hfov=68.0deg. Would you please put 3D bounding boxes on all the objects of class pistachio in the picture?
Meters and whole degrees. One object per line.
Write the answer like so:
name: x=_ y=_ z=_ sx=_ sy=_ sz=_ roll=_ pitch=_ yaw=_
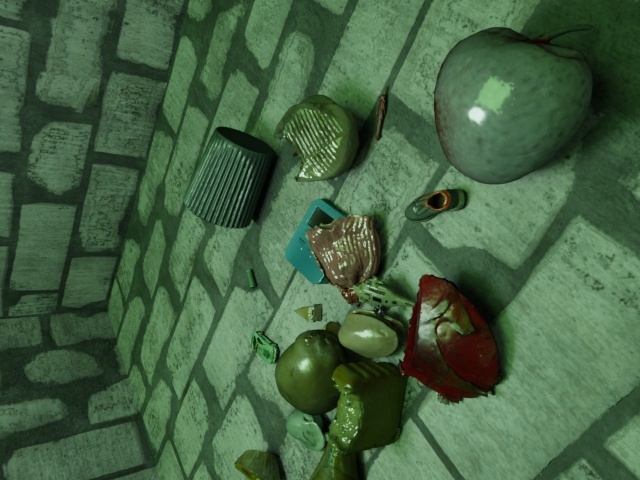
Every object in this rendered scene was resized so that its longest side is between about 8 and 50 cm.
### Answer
pistachio: x=0.148 y=0.277 z=1.422 sx=0.223 sy=0.126 sz=0.152 roll=-17 pitch=98 yaw=42

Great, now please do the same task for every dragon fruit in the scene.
dragon fruit: x=0.316 y=0.277 z=1.190 sx=0.282 sy=0.100 sz=0.343 roll=24 pitch=122 yaw=33

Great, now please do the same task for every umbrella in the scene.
umbrella: x=0.186 y=-0.391 z=1.460 sx=0.027 sy=0.025 sz=0.165 roll=13 pitch=102 yaw=32

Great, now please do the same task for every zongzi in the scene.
zongzi: x=0.094 y=0.756 z=1.490 sx=0.256 sy=0.115 sz=0.228 roll=35 pitch=111 yaw=38

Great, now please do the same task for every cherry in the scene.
cherry: x=0.401 y=-0.282 z=1.010 sx=0.326 sy=0.292 sz=0.334 roll=14 pitch=110 yaw=56

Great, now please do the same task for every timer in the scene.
timer: x=0.000 y=0.000 z=1.630 sx=0.232 sy=0.091 sz=0.249 roll=39 pitch=115 yaw=44

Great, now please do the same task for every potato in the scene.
potato: x=-0.017 y=0.428 z=1.520 sx=0.243 sy=0.221 sz=0.326 roll=54 pitch=140 yaw=17

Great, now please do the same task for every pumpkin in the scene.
pumpkin: x=-0.230 y=0.893 z=1.862 sx=0.217 sy=0.217 sz=0.110 roll=-16 pitch=38 yaw=49

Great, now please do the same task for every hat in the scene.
hat: x=0.090 y=0.067 z=1.484 sx=0.237 sy=0.107 sz=0.286 roll=-16 pitch=93 yaw=31

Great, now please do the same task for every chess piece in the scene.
chess piece: x=0.016 y=0.330 z=1.627 sx=0.122 sy=0.066 sz=0.066 roll=-47 pitch=55 yaw=46

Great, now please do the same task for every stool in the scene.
stool: x=-0.363 y=-0.259 z=1.926 sx=0.297 sy=0.297 sz=0.329 roll=47 pitch=119 yaw=40

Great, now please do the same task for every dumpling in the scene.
dumpling: x=-0.042 y=0.658 z=1.672 sx=0.108 sy=0.153 sz=0.219 roll=-56 pitch=17 yaw=-26

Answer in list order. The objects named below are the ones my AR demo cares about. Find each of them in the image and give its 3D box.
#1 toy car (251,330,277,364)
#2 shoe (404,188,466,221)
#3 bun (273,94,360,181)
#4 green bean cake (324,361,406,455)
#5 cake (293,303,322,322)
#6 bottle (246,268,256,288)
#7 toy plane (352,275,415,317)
toy car: x=-0.238 y=0.437 z=1.932 sx=0.186 sy=0.058 sz=0.093 roll=27 pitch=112 yaw=47
shoe: x=0.294 y=-0.097 z=1.282 sx=0.195 sy=0.077 sz=0.074 roll=-16 pitch=78 yaw=49
bun: x=0.006 y=-0.333 z=1.537 sx=0.282 sy=0.205 sz=0.281 roll=4 pitch=107 yaw=15
green bean cake: x=0.120 y=0.474 z=1.368 sx=0.124 sy=0.233 sz=0.235 roll=19 pitch=103 yaw=55
cake: x=-0.050 y=0.263 z=1.710 sx=0.121 sy=0.052 sz=0.065 roll=-13 pitch=82 yaw=49
bottle: x=-0.297 y=0.164 z=2.027 sx=0.030 sy=0.030 sz=0.083 roll=-41 pitch=59 yaw=42
toy plane: x=0.215 y=0.165 z=1.346 sx=0.287 sy=0.092 sz=0.108 roll=19 pitch=131 yaw=31
